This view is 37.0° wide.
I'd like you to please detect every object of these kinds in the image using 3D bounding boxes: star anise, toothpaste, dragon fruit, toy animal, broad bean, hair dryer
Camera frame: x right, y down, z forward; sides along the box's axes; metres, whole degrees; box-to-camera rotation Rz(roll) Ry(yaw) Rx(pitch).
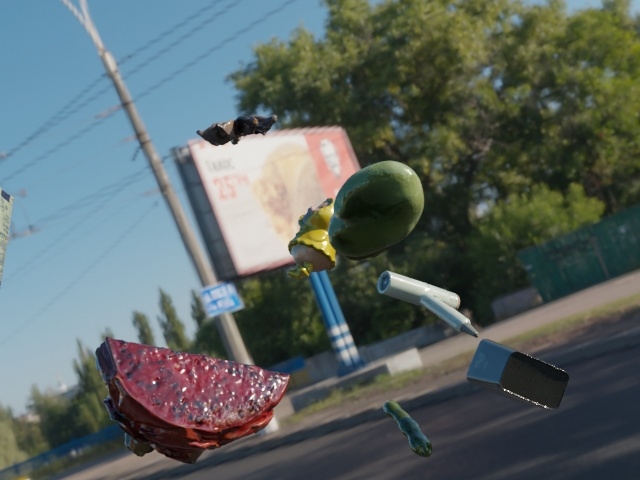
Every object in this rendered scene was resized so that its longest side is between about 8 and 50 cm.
[{"bbox_3d":[-0.233,-0.283,2.482,0.208,0.063,0.171,-9,3,45],"label":"star anise"},{"bbox_3d":[-0.552,0.016,1.624,0.037,0.216,0.062,1,-19,6],"label":"toothpaste"},{"bbox_3d":[-0.221,0.292,1.521,0.316,0.152,0.205,12,-41,-19],"label":"dragon fruit"},{"bbox_3d":[-0.002,0.000,2.428,0.230,0.156,0.156,-57,10,-23],"label":"toy animal"},{"bbox_3d":[0.207,0.449,2.321,0.052,0.053,0.256,-15,23,-15],"label":"broad bean"},{"bbox_3d":[0.107,-0.053,1.884,0.100,0.169,0.228,-80,12,-59],"label":"broad bean"},{"bbox_3d":[0.196,0.114,1.600,0.154,0.044,0.183,17,12,-26],"label":"hair dryer"}]

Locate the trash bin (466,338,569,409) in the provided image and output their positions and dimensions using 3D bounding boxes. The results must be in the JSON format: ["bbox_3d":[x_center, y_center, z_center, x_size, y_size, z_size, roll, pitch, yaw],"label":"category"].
[{"bbox_3d":[0.456,0.313,2.203,0.165,0.115,0.225,24,-4,-5],"label":"trash bin"}]
